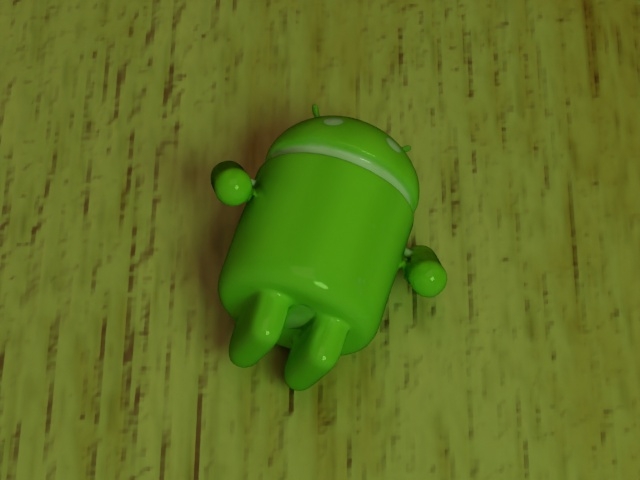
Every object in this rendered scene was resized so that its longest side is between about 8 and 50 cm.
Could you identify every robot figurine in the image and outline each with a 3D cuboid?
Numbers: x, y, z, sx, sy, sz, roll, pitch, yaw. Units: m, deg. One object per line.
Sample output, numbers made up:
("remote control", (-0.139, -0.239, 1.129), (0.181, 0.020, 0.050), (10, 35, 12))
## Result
("robot figurine", (0.000, 0.000, 0.639), (0.101, 0.067, 0.115), (24, 63, -7))
